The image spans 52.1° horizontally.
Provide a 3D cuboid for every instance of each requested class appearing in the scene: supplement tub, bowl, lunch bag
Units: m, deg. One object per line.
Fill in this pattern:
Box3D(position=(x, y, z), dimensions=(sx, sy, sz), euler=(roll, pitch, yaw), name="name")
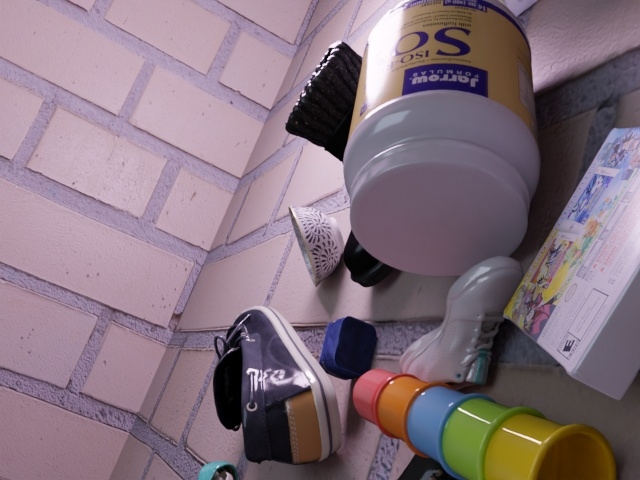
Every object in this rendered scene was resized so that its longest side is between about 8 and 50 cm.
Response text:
Box3D(position=(0.158, -0.144, 0.855), dimensions=(0.241, 0.241, 0.331), euler=(-44, 27, 45), name="supplement tub")
Box3D(position=(0.000, 0.000, 1.293), dimensions=(0.080, 0.170, 0.170), euler=(-19, 21, -5), name="bowl")
Box3D(position=(0.040, 0.165, 1.025), dimensions=(0.065, 0.067, 0.098), euler=(-33, 36, 57), name="lunch bag")

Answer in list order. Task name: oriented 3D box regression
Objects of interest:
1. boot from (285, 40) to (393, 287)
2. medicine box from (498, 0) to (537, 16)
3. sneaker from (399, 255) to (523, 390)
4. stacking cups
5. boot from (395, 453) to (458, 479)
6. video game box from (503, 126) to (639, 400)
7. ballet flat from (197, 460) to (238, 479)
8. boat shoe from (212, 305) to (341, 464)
Box3D(position=(0.050, -0.124, 1.082), dimensions=(0.347, 0.260, 0.131), euler=(-67, 19, -13), name="boot")
Box3D(position=(0.250, -0.493, 1.041), dimensions=(0.289, 0.264, 0.149), euler=(-27, 41, 61), name="medicine box")
Box3D(position=(0.173, 0.117, 0.749), dimensions=(0.212, 0.080, 0.094), euler=(-61, 29, 30), name="sneaker")
Box3D(position=(0.139, 0.192, 0.659), dimensions=(0.316, 0.096, 0.096), euler=(0, 65, 67), name="stacking cups")
Box3D(position=(0.107, 0.296, 0.672), dimensions=(0.137, 0.077, 0.198), euler=(-55, 20, 7), name="boot")
Box3D(position=(0.238, 0.004, 0.529), dimensions=(0.205, 0.048, 0.187), euler=(-61, 5, 7), name="video game box")
Box3D(position=(-0.197, 0.511, 1.184), dimensions=(0.087, 0.083, 0.247), euler=(-34, 34, 31), name="ballet flat")
Box3D(position=(-0.113, 0.235, 1.131), dimensions=(0.500, 0.156, 0.186), euler=(-152, 53, -70), name="boat shoe")
